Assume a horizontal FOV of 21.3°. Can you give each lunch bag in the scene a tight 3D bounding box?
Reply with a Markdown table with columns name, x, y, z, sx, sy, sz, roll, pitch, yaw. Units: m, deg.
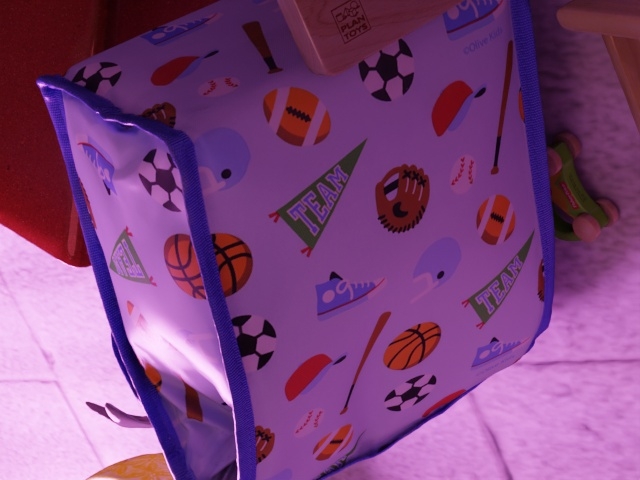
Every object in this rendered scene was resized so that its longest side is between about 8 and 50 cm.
| name | x | y | z | sx | sy | sz | roll | pitch | yaw |
| --- | --- | --- | --- | --- | --- | --- | --- | --- | --- |
| lunch bag | 0.000 | 0.000 | 1.309 | 0.239 | 0.328 | 0.385 | 29 | 141 | 50 |

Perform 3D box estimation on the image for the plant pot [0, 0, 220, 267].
| name | x | y | z | sx | sy | sz | roll | pitch | yaw |
| --- | --- | --- | --- | --- | --- | --- | --- | --- | --- |
| plant pot | -0.198 | -0.172 | 1.464 | 0.267 | 0.267 | 0.236 | 29 | 124 | 26 |

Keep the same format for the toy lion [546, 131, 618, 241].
| name | x | y | z | sx | sy | sz | roll | pitch | yaw |
| --- | --- | --- | --- | --- | --- | --- | --- | --- | --- |
| toy lion | 0.177 | -0.043 | 1.357 | 0.096 | 0.034 | 0.100 | -15 | 110 | 57 |

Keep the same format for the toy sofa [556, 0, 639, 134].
| name | x | y | z | sx | sy | sz | roll | pitch | yaw |
| --- | --- | --- | --- | --- | --- | --- | --- | --- | --- |
| toy sofa | 0.319 | -0.034 | 1.148 | 0.362 | 0.177 | 0.150 | 65 | 165 | -19 |

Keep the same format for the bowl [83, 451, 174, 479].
| name | x | y | z | sx | sy | sz | roll | pitch | yaw |
| --- | --- | --- | --- | --- | --- | --- | --- | --- | --- |
| bowl | -0.120 | 0.334 | 1.867 | 0.289 | 0.156 | 0.289 | 27 | 137 | 28 |

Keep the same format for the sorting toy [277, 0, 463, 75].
| name | x | y | z | sx | sy | sz | roll | pitch | yaw |
| --- | --- | --- | --- | --- | --- | --- | --- | --- | --- |
| sorting toy | 0.035 | -0.280 | 1.132 | 0.089 | 0.257 | 0.255 | 13 | 131 | 61 |

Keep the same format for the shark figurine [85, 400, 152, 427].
| name | x | y | z | sx | sy | sz | roll | pitch | yaw |
| --- | --- | --- | --- | --- | --- | --- | --- | --- | --- |
| shark figurine | -0.092 | 0.098 | 1.666 | 0.166 | 0.278 | 0.116 | 33 | -169 | -24 |
